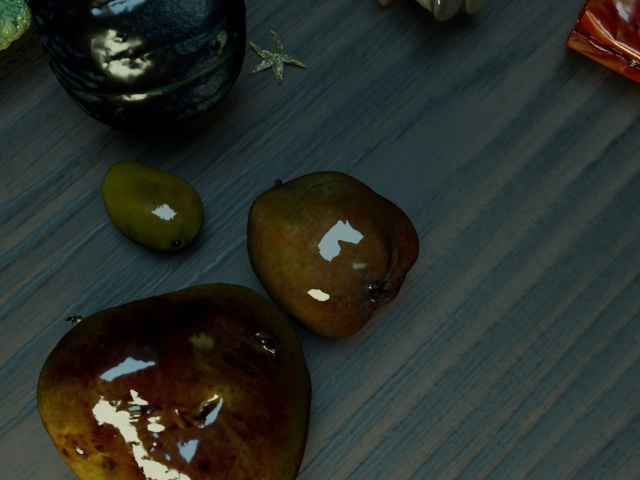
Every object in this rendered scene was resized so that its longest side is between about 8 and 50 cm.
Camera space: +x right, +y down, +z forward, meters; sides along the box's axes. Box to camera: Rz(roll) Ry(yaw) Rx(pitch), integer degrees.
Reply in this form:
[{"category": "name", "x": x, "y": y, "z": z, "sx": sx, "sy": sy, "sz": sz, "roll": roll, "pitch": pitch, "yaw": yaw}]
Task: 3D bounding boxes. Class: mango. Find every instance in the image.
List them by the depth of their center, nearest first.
[{"category": "mango", "x": -0.237, "y": -0.047, "z": 1.395, "sx": 0.163, "sy": 0.089, "sz": 0.111, "roll": 20, "pitch": 59, "yaw": 17}]

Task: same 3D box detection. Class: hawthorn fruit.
[{"category": "hawthorn fruit", "x": 0.000, "y": 0.000, "z": 1.334, "sx": 0.208, "sy": 0.208, "sz": 0.248, "roll": -39, "pitch": 55, "yaw": -13}]

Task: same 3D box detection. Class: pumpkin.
[{"category": "pumpkin", "x": -0.257, "y": -0.322, "z": 1.350, "sx": 0.266, "sy": 0.363, "sz": 0.363, "roll": -29, "pitch": 73, "yaw": -11}]

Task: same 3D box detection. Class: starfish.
[{"category": "starfish", "x": -0.065, "y": -0.276, "z": 1.515, "sx": 0.086, "sy": 0.016, "sz": 0.092, "roll": 0, "pitch": 68, "yaw": -2}]

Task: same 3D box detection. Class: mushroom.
[{"category": "mushroom", "x": -0.175, "y": 0.199, "z": 1.263, "sx": 0.345, "sy": 0.259, "sz": 0.345, "roll": 5, "pitch": 79, "yaw": -26}]

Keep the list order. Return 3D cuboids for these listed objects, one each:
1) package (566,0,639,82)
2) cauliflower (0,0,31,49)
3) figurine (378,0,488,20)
[{"category": "package", "x": 0.534, "y": -0.403, "z": 1.504, "sx": 0.196, "sy": 0.123, "sz": 0.423, "roll": 29, "pitch": 72, "yaw": 8}, {"category": "cauliflower", "x": -0.536, "y": -0.376, "z": 1.426, "sx": 0.275, "sy": 0.250, "sz": 0.272, "roll": 18, "pitch": 69, "yaw": 11}, {"category": "figurine", "x": 0.092, "y": -0.477, "z": 1.488, "sx": 0.248, "sy": 0.203, "sz": 0.380, "roll": -35, "pitch": 75, "yaw": -16}]
